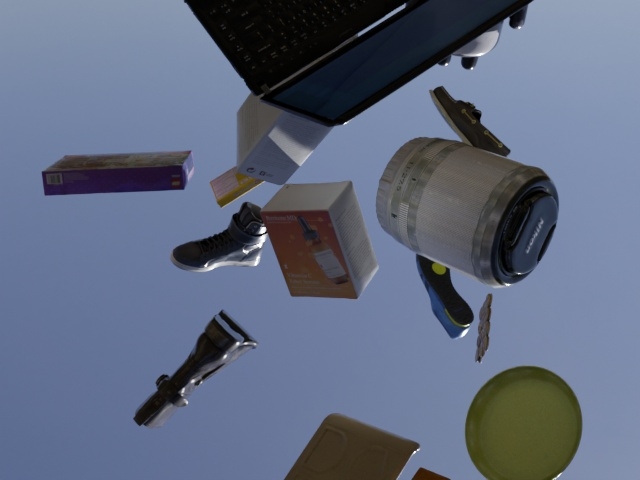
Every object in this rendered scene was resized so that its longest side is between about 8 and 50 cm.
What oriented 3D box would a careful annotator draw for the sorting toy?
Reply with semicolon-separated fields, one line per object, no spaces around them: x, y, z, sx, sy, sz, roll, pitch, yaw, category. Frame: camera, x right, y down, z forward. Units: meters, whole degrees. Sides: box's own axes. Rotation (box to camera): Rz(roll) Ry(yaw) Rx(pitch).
0.051;0.376;1.252;0.229;0.041;0.307;-50;-151;-22;sorting toy

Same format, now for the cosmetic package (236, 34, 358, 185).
-0.034;-0.189;1.186;0.085;0.231;0.117;14;-125;-28;cosmetic package

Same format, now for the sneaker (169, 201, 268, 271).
-0.217;-0.012;1.924;0.226;0.163;0.086;-6;-129;-33;sneaker

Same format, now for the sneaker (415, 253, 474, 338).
0.247;0.111;1.804;0.069;0.082;0.209;-12;-119;-24;sneaker

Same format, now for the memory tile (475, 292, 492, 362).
0.388;0.208;2.045;0.012;0.113;0.148;9;-118;2;memory tile

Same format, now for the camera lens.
0.264;-0.054;1.530;0.219;0.219;0.274;-24;-144;-39;camera lens

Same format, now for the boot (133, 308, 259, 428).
-0.229;0.236;1.541;0.091;0.229;0.263;42;180;10;boot

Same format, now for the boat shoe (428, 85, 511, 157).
0.296;-0.233;1.718;0.069;0.081;0.227;-36;-119;11;boat shoe

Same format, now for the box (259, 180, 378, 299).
0.000;0.000;1.382;0.130;0.170;0.091;-1;-146;32;box

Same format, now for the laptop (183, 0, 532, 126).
0.017;-0.245;0.817;0.234;0.264;0.136;-34;174;-15;laptop

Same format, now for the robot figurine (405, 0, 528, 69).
0.309;-0.502;1.809;0.209;0.278;0.173;-20;-129;-23;robot figurine

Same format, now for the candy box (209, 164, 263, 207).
-0.155;-0.157;1.974;0.206;0.027;0.105;-31;-148;2;candy box

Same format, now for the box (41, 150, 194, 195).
-0.431;-0.149;1.871;0.293;0.057;0.201;-2;-164;-1;box

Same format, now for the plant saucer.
0.392;0.360;1.649;0.241;0.241;0.037;27;174;46;plant saucer
